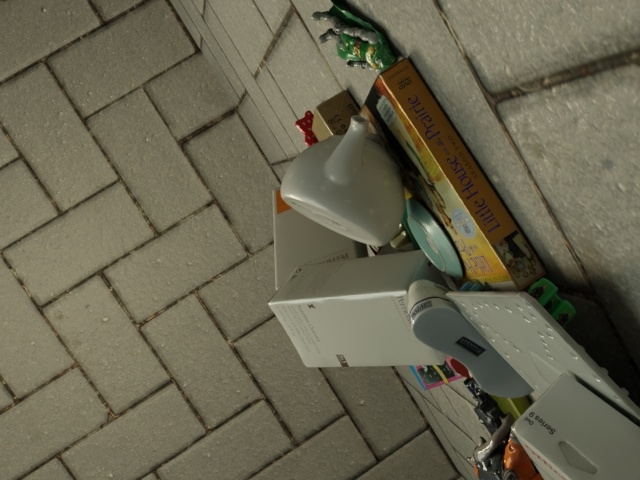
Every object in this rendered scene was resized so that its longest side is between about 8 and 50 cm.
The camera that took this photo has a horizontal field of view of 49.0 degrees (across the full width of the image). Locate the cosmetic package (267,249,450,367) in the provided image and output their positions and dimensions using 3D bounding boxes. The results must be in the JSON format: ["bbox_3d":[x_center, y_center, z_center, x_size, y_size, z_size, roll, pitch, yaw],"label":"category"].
[{"bbox_3d":[0.101,0.163,1.602,0.385,0.156,0.217,-10,119,40],"label":"cosmetic package"}]

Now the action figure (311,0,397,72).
[{"bbox_3d":[0.063,-0.349,1.236,0.232,0.063,0.137,45,163,47],"label":"action figure"}]

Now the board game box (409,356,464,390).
[{"bbox_3d":[0.310,0.278,1.915,0.224,0.097,0.303,57,162,10],"label":"board game box"}]

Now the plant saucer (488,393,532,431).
[{"bbox_3d":[0.495,0.429,1.744,0.188,0.045,0.188,57,173,-3],"label":"plant saucer"}]

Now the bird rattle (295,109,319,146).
[{"bbox_3d":[0.010,-0.233,1.895,0.253,0.143,0.207,62,-171,-15],"label":"bird rattle"}]

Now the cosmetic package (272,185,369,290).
[{"bbox_3d":[0.000,0.000,1.959,0.453,0.230,0.161,-98,-16,-52],"label":"cosmetic package"}]

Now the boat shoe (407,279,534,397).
[{"bbox_3d":[0.308,0.188,1.441,0.367,0.136,0.156,32,-152,-26],"label":"boat shoe"}]

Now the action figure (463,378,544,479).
[{"bbox_3d":[0.422,0.495,1.655,0.341,0.178,0.330,53,162,10],"label":"action figure"}]

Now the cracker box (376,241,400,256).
[{"bbox_3d":[0.202,0.097,1.852,0.067,0.155,0.232,15,-174,-16],"label":"cracker box"}]

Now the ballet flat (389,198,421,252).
[{"bbox_3d":[0.193,-0.027,1.641,0.083,0.087,0.247,49,169,51],"label":"ballet flat"}]

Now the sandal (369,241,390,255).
[{"bbox_3d":[0.195,0.040,2.073,0.254,0.054,0.097,57,173,2],"label":"sandal"}]

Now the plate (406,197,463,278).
[{"bbox_3d":[0.214,0.001,1.369,0.188,0.024,0.188,58,176,7],"label":"plate"}]

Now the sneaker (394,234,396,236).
[{"bbox_3d":[0.182,-0.053,1.745,0.086,0.064,0.192,48,171,16],"label":"sneaker"}]

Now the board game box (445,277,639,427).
[{"bbox_3d":[0.398,0.212,1.119,0.390,0.050,0.390,46,173,-1],"label":"board game box"}]

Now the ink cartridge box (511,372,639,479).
[{"bbox_3d":[0.429,0.354,1.034,0.211,0.121,0.289,39,170,46],"label":"ink cartridge box"}]

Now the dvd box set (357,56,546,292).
[{"bbox_3d":[0.216,-0.095,1.271,0.420,0.062,0.307,58,174,1],"label":"dvd box set"}]

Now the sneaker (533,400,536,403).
[{"bbox_3d":[0.514,0.442,1.358,0.305,0.114,0.152,53,171,37],"label":"sneaker"}]

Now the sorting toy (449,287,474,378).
[{"bbox_3d":[0.293,0.164,1.700,0.365,0.127,0.126,48,-162,-7],"label":"sorting toy"}]

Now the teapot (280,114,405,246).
[{"bbox_3d":[0.061,-0.114,1.318,0.252,0.187,0.256,30,172,-32],"label":"teapot"}]

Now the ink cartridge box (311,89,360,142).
[{"bbox_3d":[0.078,-0.208,1.630,0.234,0.088,0.193,57,175,3],"label":"ink cartridge box"}]
